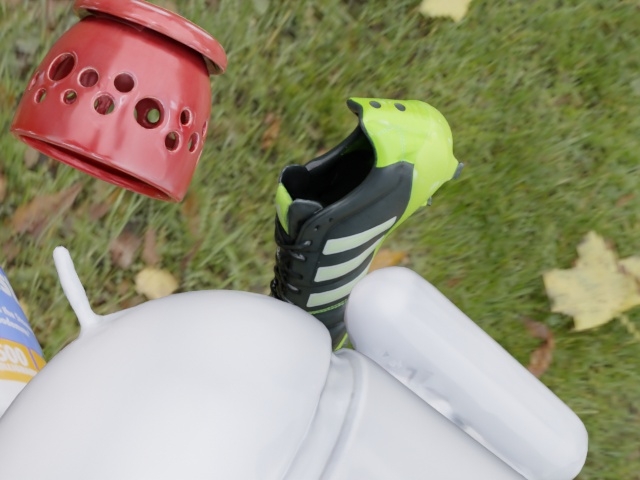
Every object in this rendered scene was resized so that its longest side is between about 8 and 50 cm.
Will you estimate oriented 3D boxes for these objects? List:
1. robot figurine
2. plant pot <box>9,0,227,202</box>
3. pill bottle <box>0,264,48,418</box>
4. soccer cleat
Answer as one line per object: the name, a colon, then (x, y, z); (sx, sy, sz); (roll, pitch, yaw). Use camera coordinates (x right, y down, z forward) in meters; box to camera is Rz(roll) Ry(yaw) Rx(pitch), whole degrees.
robot figurine: (-0.001, 0.156, 0.653); (0.353, 0.200, 0.300); (37, 63, -11)
plant pot: (-0.198, -0.150, 1.634); (0.191, 0.191, 0.174); (22, 86, -10)
pill bottle: (-0.248, 0.040, 0.890); (0.152, 0.152, 0.272); (-22, 55, -15)
soccer cleat: (0.000, 0.000, 0.802); (0.072, 0.060, 0.179); (13, 123, -33)
